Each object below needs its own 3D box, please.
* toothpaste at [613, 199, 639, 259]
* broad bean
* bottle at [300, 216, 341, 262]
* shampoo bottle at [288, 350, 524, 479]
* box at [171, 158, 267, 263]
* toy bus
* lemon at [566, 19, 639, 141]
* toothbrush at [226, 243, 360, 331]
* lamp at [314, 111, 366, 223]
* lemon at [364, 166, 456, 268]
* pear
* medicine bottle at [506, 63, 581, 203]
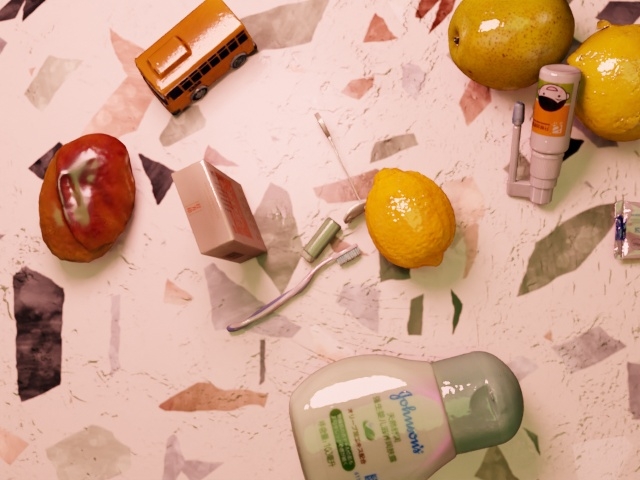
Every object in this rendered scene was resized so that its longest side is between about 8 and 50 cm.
[{"bbox_3d":[0.640,-0.009,1.024,0.323,0.066,0.100,4,84,12],"label":"toothpaste"},{"bbox_3d":[-0.405,-0.074,1.121,0.156,0.122,0.228,11,90,-18],"label":"broad bean"},{"bbox_3d":[0.000,0.000,1.109,0.030,0.030,0.083,38,89,10],"label":"bottle"},{"bbox_3d":[0.138,0.273,0.999,0.350,0.151,0.221,-15,79,4],"label":"shampoo bottle"},{"bbox_3d":[-0.159,-0.040,1.046,0.058,0.201,0.141,-23,79,7],"label":"box"},{"bbox_3d":[-0.222,-0.325,1.134,0.201,0.114,0.098,-40,79,0],"label":"toy bus"},{"bbox_3d":[0.482,-0.245,1.016,0.206,0.173,0.173,43,89,-4],"label":"lemon"},{"bbox_3d":[-0.047,0.084,1.108,0.269,0.021,0.027,-33,75,2],"label":"toothbrush"},{"bbox_3d":[0.024,-0.128,1.113,0.056,0.050,0.198,-27,81,4],"label":"lamp"},{"bbox_3d":[0.143,-0.040,1.044,0.142,0.142,0.187,-27,74,2],"label":"lemon"},{"bbox_3d":[0.305,-0.337,1.038,0.198,0.198,0.198,-1,83,6],"label":"pear"},{"bbox_3d":[0.350,-0.165,1.027,0.092,0.061,0.220,9,121,18],"label":"medicine bottle"}]
